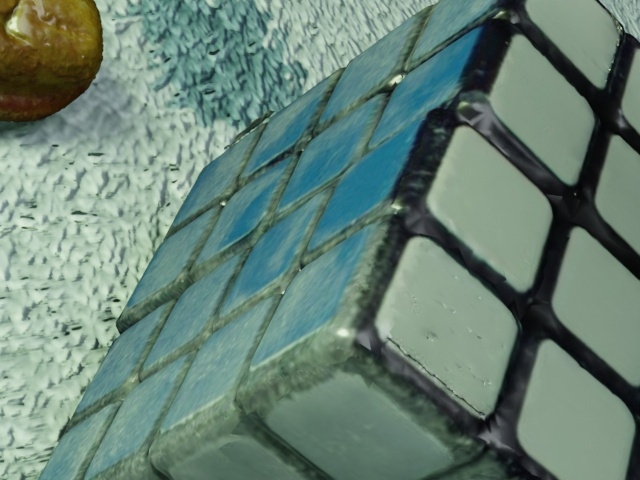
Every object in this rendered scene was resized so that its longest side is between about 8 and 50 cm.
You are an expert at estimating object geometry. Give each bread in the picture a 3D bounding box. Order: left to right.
[{"bbox_3d":[-0.283,-0.147,0.897,0.344,0.084,0.124,2,58,-46],"label":"bread"}]

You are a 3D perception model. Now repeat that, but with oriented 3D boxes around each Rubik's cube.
[{"bbox_3d":[0.082,0.098,0.838,0.343,0.344,0.337,40,47,-17],"label":"Rubik's cube"}]
